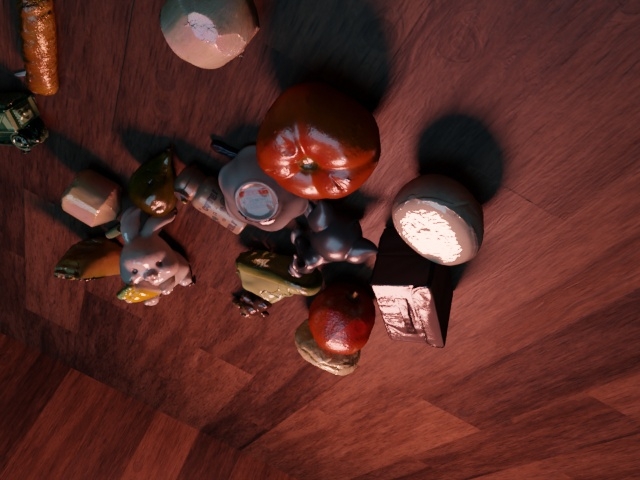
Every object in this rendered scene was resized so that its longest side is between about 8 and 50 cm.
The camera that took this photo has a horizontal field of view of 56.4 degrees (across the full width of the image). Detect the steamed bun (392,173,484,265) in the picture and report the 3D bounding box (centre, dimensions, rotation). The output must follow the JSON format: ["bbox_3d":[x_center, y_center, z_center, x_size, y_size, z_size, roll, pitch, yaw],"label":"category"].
[{"bbox_3d":[0.261,-0.052,1.285,0.177,0.130,0.228,-15,129,40],"label":"steamed bun"}]

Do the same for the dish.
[{"bbox_3d":[-0.144,-0.106,1.417,0.230,0.081,0.229,5,120,8],"label":"dish"}]

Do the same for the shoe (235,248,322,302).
[{"bbox_3d":[-0.116,0.099,1.683,0.263,0.140,0.128,18,133,17],"label":"shoe"}]

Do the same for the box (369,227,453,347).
[{"bbox_3d":[0.230,0.115,1.470,0.153,0.188,0.252,1,140,24],"label":"box"}]

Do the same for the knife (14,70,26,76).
[{"bbox_3d":[-0.725,-0.413,1.474,0.091,0.005,0.014,2,140,27],"label":"knife"}]

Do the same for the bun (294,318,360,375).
[{"bbox_3d":[0.030,0.303,1.807,0.221,0.220,0.134,26,110,-4],"label":"bun"}]

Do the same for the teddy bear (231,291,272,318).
[{"bbox_3d":[-0.224,0.216,1.923,0.160,0.077,0.119,-21,121,45],"label":"teddy bear"}]

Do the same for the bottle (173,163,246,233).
[{"bbox_3d":[-0.277,-0.104,1.528,0.209,0.110,0.097,33,153,-13],"label":"bottle"}]

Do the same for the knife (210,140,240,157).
[{"bbox_3d":[-0.208,-0.211,1.437,0.121,0.018,0.031,18,145,5],"label":"knife"}]

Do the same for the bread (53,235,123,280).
[{"bbox_3d":[-0.728,0.052,1.953,0.175,0.252,0.132,0,94,30],"label":"bread"}]

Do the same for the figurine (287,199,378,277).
[{"bbox_3d":[-0.004,0.003,1.497,0.265,0.140,0.193,-34,99,25],"label":"figurine"}]

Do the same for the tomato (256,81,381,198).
[{"bbox_3d":[-0.002,-0.199,1.206,0.260,0.179,0.259,15,145,11],"label":"tomato"}]

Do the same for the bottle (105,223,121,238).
[{"bbox_3d":[-0.652,-0.028,1.891,0.083,0.030,0.030,-19,126,44],"label":"bottle"}]

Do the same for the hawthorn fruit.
[{"bbox_3d":[0.067,0.200,1.661,0.197,0.196,0.225,24,137,0],"label":"hawthorn fruit"}]

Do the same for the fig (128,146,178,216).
[{"bbox_3d":[-0.411,-0.157,1.556,0.133,0.185,0.127,45,-170,18],"label":"fig"}]

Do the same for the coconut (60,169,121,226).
[{"bbox_3d":[-0.633,-0.114,1.682,0.153,0.147,0.147,32,143,-14],"label":"coconut"}]

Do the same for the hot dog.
[{"bbox_3d":[-0.639,-0.438,1.349,0.083,0.068,0.289,20,143,-6],"label":"hot dog"}]

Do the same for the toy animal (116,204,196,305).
[{"bbox_3d":[-0.493,0.059,1.759,0.183,0.247,0.310,-1,155,5],"label":"toy animal"}]

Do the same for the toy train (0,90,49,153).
[{"bbox_3d":[-0.844,-0.313,1.581,0.270,0.115,0.154,6,131,23],"label":"toy train"}]

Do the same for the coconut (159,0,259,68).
[{"bbox_3d":[-0.189,-0.402,1.074,0.183,0.170,0.171,-16,129,44],"label":"coconut"}]
